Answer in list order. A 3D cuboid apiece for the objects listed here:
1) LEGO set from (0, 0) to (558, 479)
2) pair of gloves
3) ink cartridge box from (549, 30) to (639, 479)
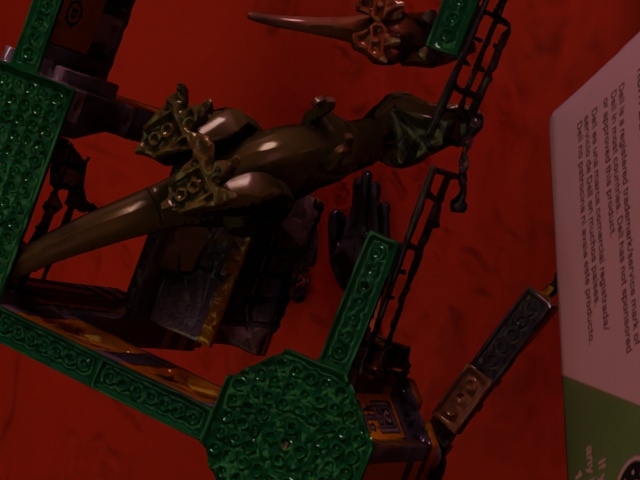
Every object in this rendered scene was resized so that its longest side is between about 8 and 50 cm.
[{"bbox_3d":[0.002,-0.051,0.738,0.255,0.192,0.331,13,90,24],"label":"LEGO set"},{"bbox_3d":[0.000,0.000,0.847,0.083,0.010,0.074,17,110,42],"label":"pair of gloves"},{"bbox_3d":[0.178,-0.001,0.493,0.278,0.117,0.201,134,142,-55],"label":"ink cartridge box"}]
